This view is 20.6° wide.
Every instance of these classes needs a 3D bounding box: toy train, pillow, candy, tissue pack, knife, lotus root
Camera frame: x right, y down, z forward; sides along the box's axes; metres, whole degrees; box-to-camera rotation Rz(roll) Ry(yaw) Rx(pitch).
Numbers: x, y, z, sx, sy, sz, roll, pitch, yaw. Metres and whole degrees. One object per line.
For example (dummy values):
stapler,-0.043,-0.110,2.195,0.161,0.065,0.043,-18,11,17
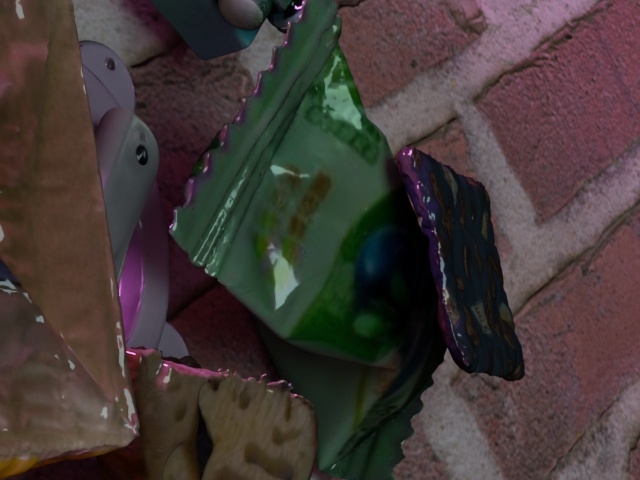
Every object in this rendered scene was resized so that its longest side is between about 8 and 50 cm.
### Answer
toy train,-0.058,-0.253,1.502,0.112,0.163,0.203,50,48,-29
pillow,0.127,0.026,1.492,0.255,0.034,0.189,22,53,-72
candy,0.006,0.001,1.435,0.398,0.172,0.263,66,34,-53
tissue pack,-0.315,0.020,0.995,0.228,0.382,0.293,2,76,-48
knife,-0.164,0.025,1.234,0.073,0.041,0.265,45,46,-40
lotus root,-0.092,0.160,1.263,0.261,0.074,0.170,11,94,-62

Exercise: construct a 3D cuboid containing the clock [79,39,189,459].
clock,-0.234,0.001,1.281,0.296,0.113,0.322,5,72,-45
